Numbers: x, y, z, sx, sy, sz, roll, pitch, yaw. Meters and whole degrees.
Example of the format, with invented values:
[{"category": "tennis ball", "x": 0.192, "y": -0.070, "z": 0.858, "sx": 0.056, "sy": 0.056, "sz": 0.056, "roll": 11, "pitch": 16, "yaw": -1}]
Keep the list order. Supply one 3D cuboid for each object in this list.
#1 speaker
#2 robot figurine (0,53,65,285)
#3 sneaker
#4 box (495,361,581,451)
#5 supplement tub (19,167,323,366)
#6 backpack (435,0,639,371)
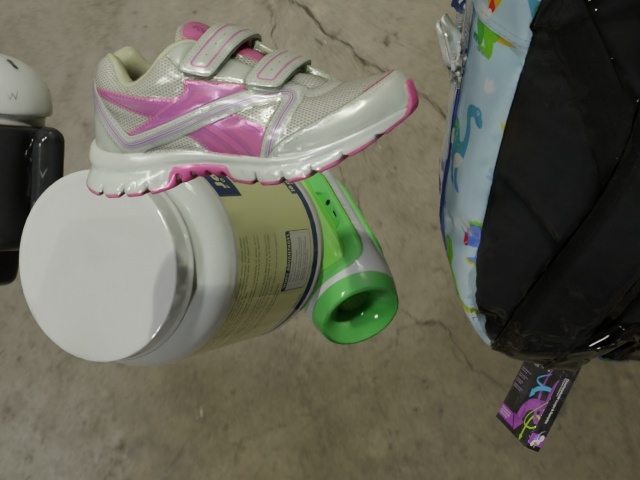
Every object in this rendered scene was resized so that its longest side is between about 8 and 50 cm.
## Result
[{"category": "speaker", "x": 0.000, "y": 0.000, "z": 1.480, "sx": 0.131, "sy": 0.296, "sz": 0.131, "roll": -15, "pitch": 137, "yaw": -15}, {"category": "robot figurine", "x": -0.407, "y": -0.085, "z": 1.276, "sx": 0.209, "sy": 0.173, "sz": 0.278, "roll": 6, "pitch": 98, "yaw": -11}, {"category": "sneaker", "x": -0.059, "y": -0.100, "z": 0.751, "sx": 0.252, "sy": 0.103, "sz": 0.111, "roll": -6, "pitch": 106, "yaw": 15}, {"category": "box", "x": 0.333, "y": 0.224, "z": 1.633, "sx": 0.029, "sy": 0.116, "sz": 0.162, "roll": 24, "pitch": 97, "yaw": -18}, {"category": "supplement tub", "x": -0.161, "y": 0.016, "z": 1.237, "sx": 0.235, "sy": 0.325, "sz": 0.236, "roll": 2, "pitch": 94, "yaw": 25}, {"category": "backpack", "x": 0.202, "y": -0.075, "z": 0.669, "sx": 0.290, "sy": 0.273, "sz": 0.356, "roll": -3, "pitch": 121, "yaw": -11}]
